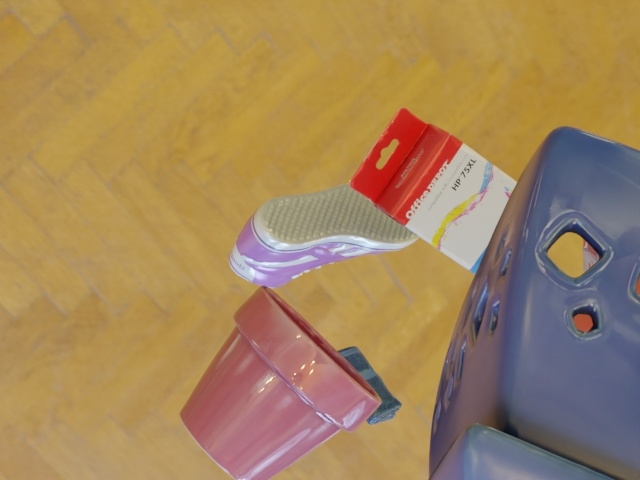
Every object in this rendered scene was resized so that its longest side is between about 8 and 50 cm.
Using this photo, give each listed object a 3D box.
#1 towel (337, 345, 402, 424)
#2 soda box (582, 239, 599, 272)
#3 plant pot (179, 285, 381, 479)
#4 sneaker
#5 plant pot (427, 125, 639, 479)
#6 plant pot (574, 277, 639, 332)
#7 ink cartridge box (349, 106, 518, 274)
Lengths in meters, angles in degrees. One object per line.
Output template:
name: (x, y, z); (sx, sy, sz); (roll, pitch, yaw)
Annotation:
towel: (0.061, 0.205, 1.897); (0.067, 0.119, 0.029); (-12, 149, -47)
soda box: (0.540, 0.013, 2.034); (0.263, 0.092, 0.083); (-5, 105, -4)
plant pot: (-0.059, 0.184, 1.563); (0.180, 0.201, 0.201); (-45, 126, 1)
sneaker: (-0.001, -0.001, 1.881); (0.282, 0.102, 0.161); (-1, 149, -32)
plant pot: (0.172, 0.116, 0.725); (0.236, 0.236, 0.212); (105, 10, -61)
plant pot: (0.434, 0.134, 1.386); (0.275, 0.243, 0.275); (7, 77, -32)
ink cartridge box: (0.169, -0.058, 1.750); (0.231, 0.078, 0.134); (33, 94, -23)
